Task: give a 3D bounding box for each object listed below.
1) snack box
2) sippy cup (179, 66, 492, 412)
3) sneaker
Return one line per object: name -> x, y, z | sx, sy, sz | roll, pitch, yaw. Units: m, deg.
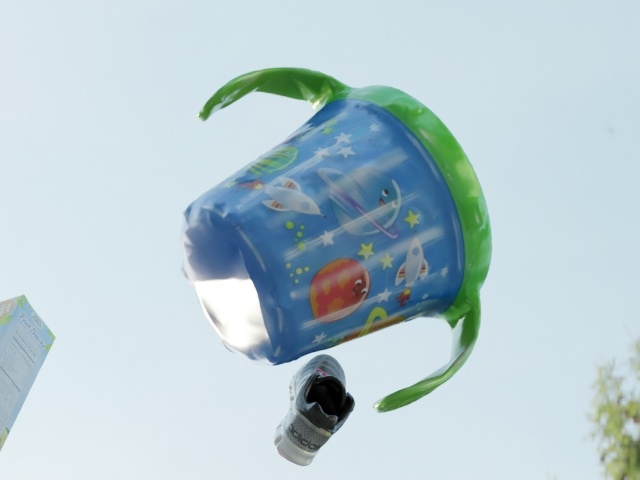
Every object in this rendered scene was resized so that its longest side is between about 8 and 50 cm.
snack box -> -0.377, 0.160, 1.506 | 0.174, 0.207, 0.070 | -16, -57, 24
sippy cup -> 0.000, 0.000, 1.404 | 0.305, 0.224, 0.240 | 37, -40, 39
sneaker -> 0.004, 0.160, 1.558 | 0.063, 0.170, 0.075 | 39, -62, -6
